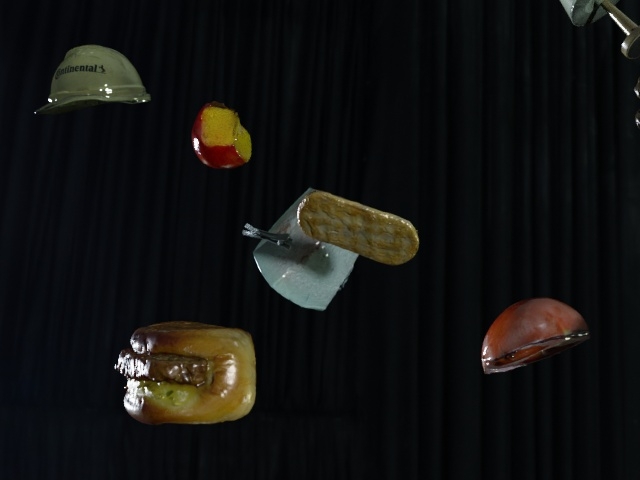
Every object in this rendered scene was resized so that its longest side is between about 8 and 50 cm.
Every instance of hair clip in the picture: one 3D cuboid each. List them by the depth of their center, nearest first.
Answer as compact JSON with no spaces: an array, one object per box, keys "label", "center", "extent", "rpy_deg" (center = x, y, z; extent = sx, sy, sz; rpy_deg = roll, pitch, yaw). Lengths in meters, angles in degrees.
[{"label":"hair clip","center":[-0.119,-0.015,1.849],"extent":[0.114,0.030,0.039],"rpy_deg":[15,142,4]}]

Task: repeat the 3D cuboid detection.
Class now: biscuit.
[{"label":"biscuit","center":[0.073,-0.021,1.589],"extent":[0.247,0.119,0.029],"rpy_deg":[19,-145,3]}]

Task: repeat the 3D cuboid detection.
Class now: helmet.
[{"label":"helmet","center":[-0.516,-0.364,1.816],"extent":[0.257,0.137,0.204],"rpy_deg":[-7,-173,2]}]

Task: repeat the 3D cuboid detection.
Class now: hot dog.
[{"label":"hot dog","center":[-0.300,0.270,1.697],"extent":[0.223,0.185,0.405],"rpy_deg":[-4,179,-28]}]

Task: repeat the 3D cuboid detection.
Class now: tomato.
[{"label":"tomato","center":[0.403,0.180,1.598],"extent":[0.227,0.112,0.199],"rpy_deg":[2,150,-41]}]

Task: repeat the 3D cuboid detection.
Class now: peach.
[{"label":"peach","center":[-0.201,-0.201,1.660],"extent":[0.151,0.118,0.151],"rpy_deg":[39,170,8]}]

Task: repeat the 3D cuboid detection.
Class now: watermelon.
[{"label":"watermelon","center":[0.000,0.000,2.030],"extent":[0.228,0.387,0.258],"rpy_deg":[41,130,-12]}]

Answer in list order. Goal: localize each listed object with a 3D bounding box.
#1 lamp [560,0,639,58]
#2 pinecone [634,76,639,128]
[{"label":"lamp","center":[0.507,-0.420,1.453],"extent":[0.121,0.215,0.121],"rpy_deg":[-22,150,-14]},{"label":"pinecone","center":[0.728,-0.246,1.549],"extent":[0.243,0.244,0.257],"rpy_deg":[-7,139,44]}]
